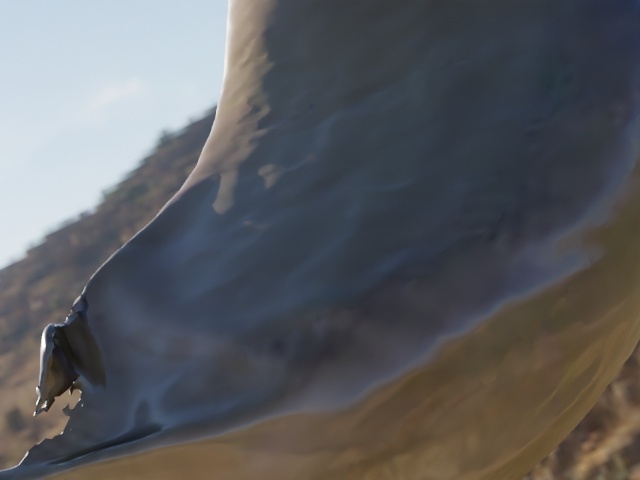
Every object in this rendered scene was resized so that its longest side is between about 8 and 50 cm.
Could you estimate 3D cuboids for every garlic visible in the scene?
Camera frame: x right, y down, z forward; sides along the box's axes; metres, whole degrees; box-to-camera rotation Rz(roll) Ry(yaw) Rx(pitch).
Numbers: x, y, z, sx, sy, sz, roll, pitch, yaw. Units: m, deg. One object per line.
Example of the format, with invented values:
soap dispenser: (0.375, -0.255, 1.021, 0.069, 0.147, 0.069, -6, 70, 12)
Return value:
garlic: (0.010, 0.011, 0.600, 0.338, 0.196, 0.151, -66, -12, -45)
